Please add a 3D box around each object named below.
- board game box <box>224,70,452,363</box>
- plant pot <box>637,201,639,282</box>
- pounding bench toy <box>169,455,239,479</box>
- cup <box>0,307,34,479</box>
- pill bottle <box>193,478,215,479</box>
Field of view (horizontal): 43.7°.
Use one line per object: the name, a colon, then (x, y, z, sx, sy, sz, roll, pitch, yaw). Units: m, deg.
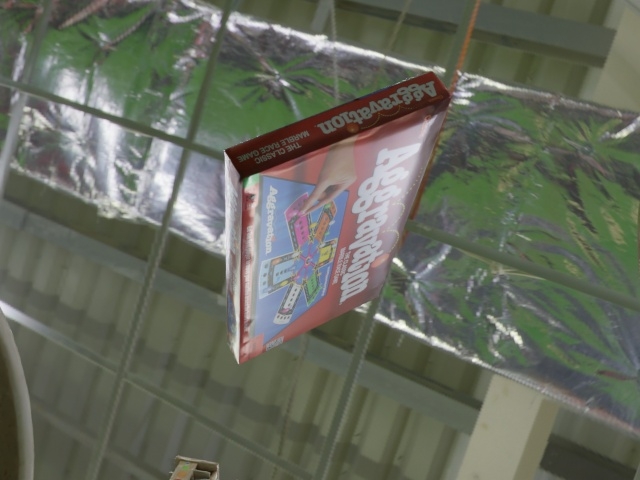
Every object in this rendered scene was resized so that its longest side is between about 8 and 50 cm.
board game box: (0.000, 0.000, 0.588, 0.145, 0.281, 0.027, -25, -114, -19)
plant pot: (0.393, 0.035, 0.729, 0.237, 0.237, 0.254, -36, -152, 21)
pounding bench toy: (-0.134, 0.289, 0.896, 0.083, 0.065, 0.052, 7, -66, 10)
cup: (-0.338, 0.120, 0.352, 0.237, 0.331, 0.331, -5, -96, 24)
pill bottle: (-0.029, 0.315, 0.550, 0.176, 0.176, 0.318, -12, -57, 27)
